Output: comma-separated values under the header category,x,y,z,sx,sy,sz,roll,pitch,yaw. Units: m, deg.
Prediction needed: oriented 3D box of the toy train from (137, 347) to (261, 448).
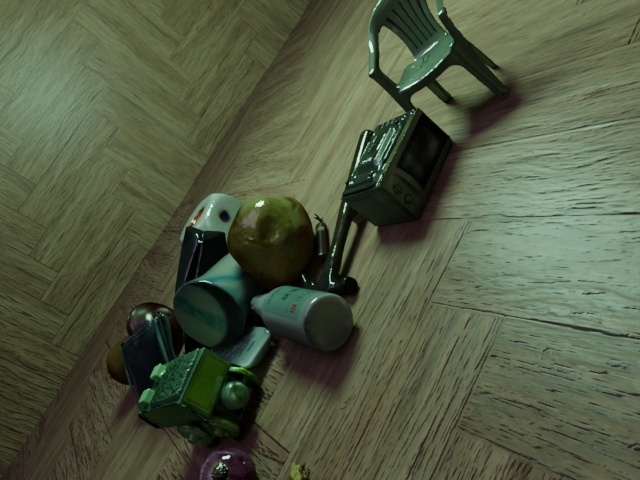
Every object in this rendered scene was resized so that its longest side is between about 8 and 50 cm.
category,x,y,z,sx,sy,sz,roll,pitch,yaw
toy train,-0.261,0.339,1.193,0.271,0.188,0.159,-30,32,47

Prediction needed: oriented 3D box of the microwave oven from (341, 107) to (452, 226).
category,x,y,z,sx,sy,sz,roll,pitch,yaw
microwave oven,0.154,-0.152,1.151,0.163,0.129,0.205,-9,49,57

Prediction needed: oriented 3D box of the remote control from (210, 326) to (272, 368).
category,x,y,z,sx,sy,sz,roll,pitch,yaw
remote control,-0.200,0.262,1.353,0.103,0.051,0.293,-55,20,-22

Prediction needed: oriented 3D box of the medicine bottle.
category,x,y,z,sx,sy,sz,roll,pitch,yaw
medicine bottle,-0.064,0.152,1.171,0.110,0.110,0.352,-61,24,-14

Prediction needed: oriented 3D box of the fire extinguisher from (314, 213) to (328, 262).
category,x,y,z,sx,sy,sz,roll,pitch,yaw
fire extinguisher,0.000,0.000,1.362,0.173,0.035,0.049,-92,5,-54

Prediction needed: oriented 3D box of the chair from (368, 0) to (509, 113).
category,x,y,z,sx,sy,sz,roll,pitch,yaw
chair,0.227,-0.386,1.149,0.203,0.274,0.191,-30,33,39

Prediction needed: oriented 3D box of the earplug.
category,x,y,z,sx,sy,sz,roll,pitch,yaw
earplug,-0.218,0.109,1.432,0.185,0.185,0.324,-39,8,31

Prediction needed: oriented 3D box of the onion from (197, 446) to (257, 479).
category,x,y,z,sx,sy,sz,roll,pitch,yaw
onion,-0.171,0.443,1.016,0.104,0.115,0.115,85,-167,-47

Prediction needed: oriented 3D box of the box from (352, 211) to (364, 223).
category,x,y,z,sx,sy,sz,roll,pitch,yaw
box,0.094,-0.090,1.307,0.048,0.025,0.115,-37,29,31

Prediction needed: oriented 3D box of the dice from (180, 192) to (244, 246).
category,x,y,z,sx,sy,sz,roll,pitch,yaw
dice,-0.332,-0.027,1.813,0.193,0.192,0.194,-30,32,46

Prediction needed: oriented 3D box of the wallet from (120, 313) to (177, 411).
category,x,y,z,sx,sy,sz,roll,pitch,yaw
wallet,-0.459,0.357,1.536,0.342,0.075,0.237,-35,72,49

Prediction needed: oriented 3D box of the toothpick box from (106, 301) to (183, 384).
category,x,y,z,sx,sy,sz,roll,pitch,yaw
toothpick box,-0.573,0.335,1.793,0.294,0.192,0.192,-48,24,26

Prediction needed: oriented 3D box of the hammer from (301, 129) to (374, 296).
category,x,y,z,sx,sy,sz,roll,pitch,yaw
hammer,0.065,-0.068,1.254,0.168,0.044,0.440,-17,49,50

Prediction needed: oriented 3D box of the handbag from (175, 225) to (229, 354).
category,x,y,z,sx,sy,sz,roll,pitch,yaw
handbag,-0.341,0.152,1.565,0.342,0.152,0.288,99,179,-58

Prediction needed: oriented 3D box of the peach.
category,x,y,z,sx,sy,sz,roll,pitch,yaw
peach,-0.119,0.011,1.346,0.214,0.214,0.236,-28,66,46

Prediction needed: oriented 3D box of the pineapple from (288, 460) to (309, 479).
category,x,y,z,sx,sy,sz,roll,pitch,yaw
pineapple,-0.036,0.401,0.904,0.045,0.019,0.083,-42,27,40
